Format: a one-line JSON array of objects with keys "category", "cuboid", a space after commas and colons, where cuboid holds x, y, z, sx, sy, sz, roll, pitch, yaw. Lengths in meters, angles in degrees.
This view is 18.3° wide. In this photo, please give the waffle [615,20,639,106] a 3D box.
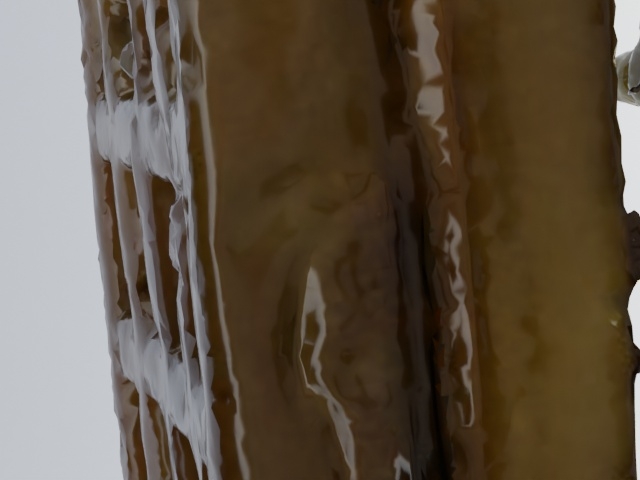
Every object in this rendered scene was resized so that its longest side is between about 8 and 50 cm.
[{"category": "waffle", "cuboid": [0.256, -0.053, 0.582, 0.259, 0.293, 0.069, 40, -170, -4]}]

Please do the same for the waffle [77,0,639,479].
[{"category": "waffle", "cuboid": [0.000, 0.000, 0.473, 0.224, 0.098, 0.328, -154, 61, -78]}]
